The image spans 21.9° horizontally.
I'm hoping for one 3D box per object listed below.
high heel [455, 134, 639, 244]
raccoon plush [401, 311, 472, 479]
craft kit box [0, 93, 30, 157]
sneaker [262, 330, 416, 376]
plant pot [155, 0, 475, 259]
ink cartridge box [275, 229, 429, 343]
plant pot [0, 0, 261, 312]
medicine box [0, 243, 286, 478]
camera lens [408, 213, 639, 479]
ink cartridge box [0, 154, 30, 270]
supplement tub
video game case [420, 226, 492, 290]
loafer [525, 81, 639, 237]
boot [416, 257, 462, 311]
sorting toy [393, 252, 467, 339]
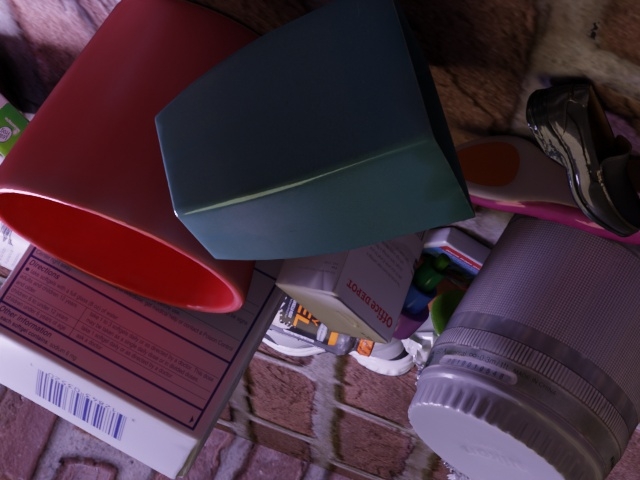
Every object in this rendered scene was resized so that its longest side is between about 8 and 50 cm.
[{"bbox_3d":[0.231,-0.039,1.613,0.244,0.082,0.117,1,147,19],"label":"high heel"},{"bbox_3d":[0.184,0.268,2.119,0.216,0.299,0.446,-3,168,38],"label":"raccoon plush"},{"bbox_3d":[-0.370,-0.128,1.967,0.246,0.061,0.250,38,173,29],"label":"craft kit box"},{"bbox_3d":[0.015,0.112,2.370,0.271,0.100,0.108,9,146,27],"label":"sneaker"},{"bbox_3d":[-0.013,-0.085,1.436,0.234,0.166,0.165,-19,153,9],"label":"plant pot"},{"bbox_3d":[0.045,-0.006,1.751,0.082,0.191,0.139,10,160,33],"label":"ink cartridge box"},{"bbox_3d":[-0.160,-0.093,1.640,0.275,0.243,0.275,20,164,6],"label":"plant pot"},{"bbox_3d":[-0.190,0.065,1.816,0.263,0.289,0.149,28,153,2],"label":"medicine box"},{"bbox_3d":[0.241,0.112,1.693,0.219,0.274,0.219,29,159,12],"label":"camera lens"},{"bbox_3d":[-0.470,-0.042,2.421,0.273,0.115,0.198,25,164,-10],"label":"ink cartridge box"},{"bbox_3d":[-0.007,0.083,2.235,0.190,0.117,0.117,20,164,4],"label":"supplement tub"},{"bbox_3d":[0.155,0.047,2.079,0.204,0.025,0.285,30,162,-26],"label":"video game case"},{"bbox_3d":[0.250,-0.070,1.472,0.061,0.062,0.170,-17,126,38],"label":"loafer"},{"bbox_3d":[0.000,0.000,2.009,0.264,0.096,0.280,-7,147,40],"label":"boot"},{"bbox_3d":[0.229,0.083,1.889,0.365,0.127,0.126,18,128,-35],"label":"sorting toy"}]
